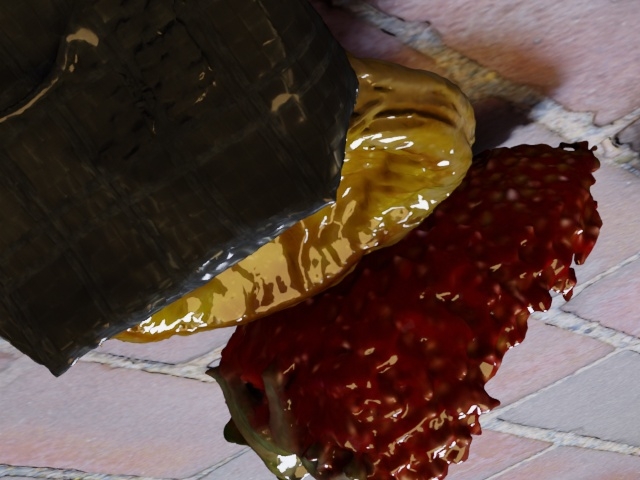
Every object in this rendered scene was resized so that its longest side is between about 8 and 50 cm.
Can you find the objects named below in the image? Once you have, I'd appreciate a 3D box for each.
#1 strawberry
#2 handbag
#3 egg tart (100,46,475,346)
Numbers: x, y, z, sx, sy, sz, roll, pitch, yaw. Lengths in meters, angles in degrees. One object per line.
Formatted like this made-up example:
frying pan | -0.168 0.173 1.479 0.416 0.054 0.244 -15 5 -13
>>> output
strawberry | 0.044 0.024 1.132 0.138 0.306 0.233 40 167 -31
handbag | -0.104 -0.052 0.744 0.270 0.089 0.175 -32 117 28
egg tart | -0.055 -0.043 0.948 0.295 0.116 0.295 -20 158 -8
